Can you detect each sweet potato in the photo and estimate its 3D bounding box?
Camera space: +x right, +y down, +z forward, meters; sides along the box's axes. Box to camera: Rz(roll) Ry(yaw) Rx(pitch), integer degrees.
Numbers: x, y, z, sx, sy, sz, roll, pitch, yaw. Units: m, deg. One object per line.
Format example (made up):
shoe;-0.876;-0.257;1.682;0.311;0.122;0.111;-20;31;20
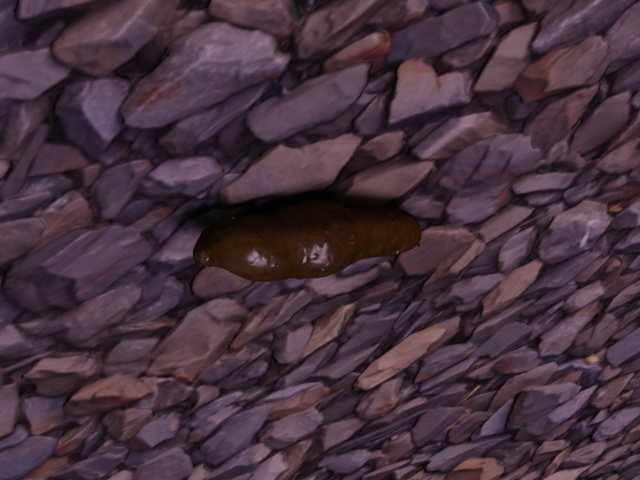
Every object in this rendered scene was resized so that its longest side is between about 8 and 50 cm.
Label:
sweet potato;0.000;0.000;1.451;0.274;0.067;0.067;-4;141;-46
